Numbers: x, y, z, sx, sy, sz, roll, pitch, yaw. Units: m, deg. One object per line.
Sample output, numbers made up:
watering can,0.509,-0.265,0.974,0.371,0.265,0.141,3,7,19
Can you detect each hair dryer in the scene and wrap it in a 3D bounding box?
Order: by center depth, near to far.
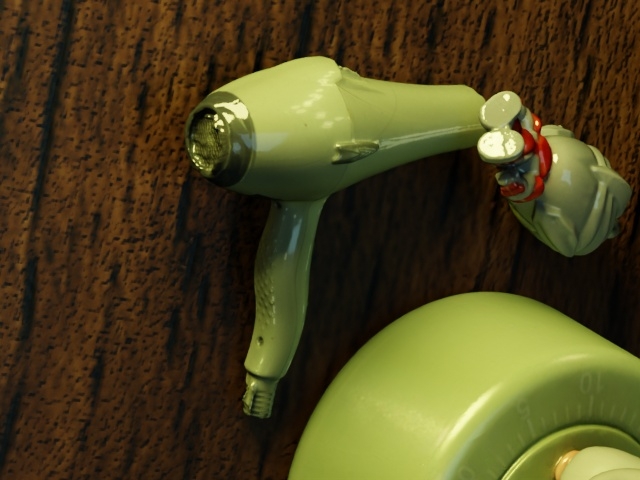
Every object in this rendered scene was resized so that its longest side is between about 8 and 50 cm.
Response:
hair dryer,0.022,-0.024,1.221,0.219,0.088,0.225,-29,126,-30

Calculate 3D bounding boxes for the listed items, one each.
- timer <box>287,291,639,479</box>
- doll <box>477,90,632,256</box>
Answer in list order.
timer,0.172,0.198,1.206,0.291,0.315,0.291,-6,102,-31
doll,0.151,-0.042,1.281,0.180,0.079,0.094,35,48,-50
